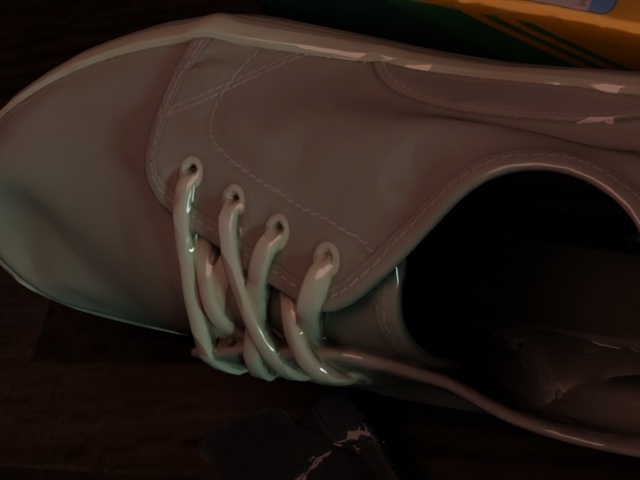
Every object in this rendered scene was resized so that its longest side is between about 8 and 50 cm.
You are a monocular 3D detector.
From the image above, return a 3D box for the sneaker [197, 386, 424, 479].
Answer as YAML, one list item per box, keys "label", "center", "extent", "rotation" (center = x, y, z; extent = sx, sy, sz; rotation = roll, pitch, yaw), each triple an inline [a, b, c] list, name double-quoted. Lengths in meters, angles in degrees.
- label: "sneaker"
  center: [0.003, 0.126, 0.677]
  extent: [0.089, 0.051, 0.170]
  rotation: [-42, 40, 10]

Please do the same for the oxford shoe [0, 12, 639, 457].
- label: "oxford shoe"
  center: [0.000, 0.000, 0.652]
  extent: [0.449, 0.169, 0.130]
  rotation: [6, 37, 34]

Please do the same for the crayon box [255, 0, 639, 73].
- label: "crayon box"
  center: [0.148, -0.152, 0.666]
  extent: [0.323, 0.083, 0.203]
  rotation: [16, 69, 29]
